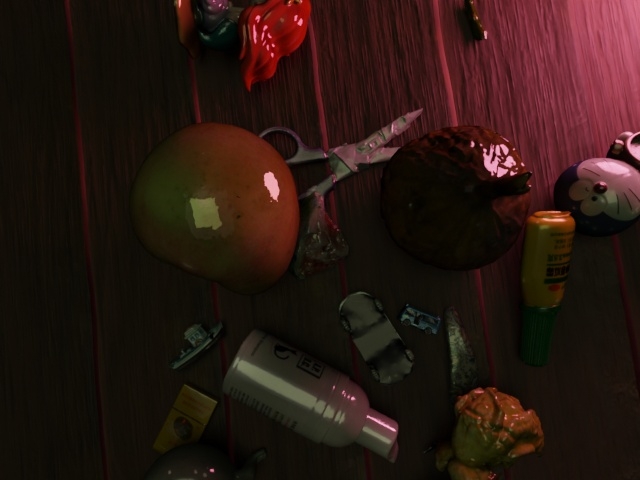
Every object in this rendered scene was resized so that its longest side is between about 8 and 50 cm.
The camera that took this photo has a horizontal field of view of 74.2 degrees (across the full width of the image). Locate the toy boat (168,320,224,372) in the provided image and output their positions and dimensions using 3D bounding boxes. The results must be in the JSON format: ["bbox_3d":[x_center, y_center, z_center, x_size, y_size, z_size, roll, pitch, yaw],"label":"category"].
[{"bbox_3d":[-0.269,0.218,0.905,0.140,0.059,0.066,-37,101,-1],"label":"toy boat"}]

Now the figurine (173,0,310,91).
[{"bbox_3d":[-0.157,-0.443,0.899,0.257,0.181,0.208,7,47,3],"label":"figurine"}]

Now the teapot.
[{"bbox_3d":[-0.256,0.497,0.842,0.294,0.129,0.193,-14,103,-1],"label":"teapot"}]

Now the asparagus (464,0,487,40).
[{"bbox_3d":[0.338,-0.484,0.926,0.025,0.021,0.108,-18,84,-1],"label":"asparagus"}]

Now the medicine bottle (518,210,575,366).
[{"bbox_3d":[0.428,0.096,0.820,0.111,0.076,0.309,-7,106,-25],"label":"medicine bottle"}]

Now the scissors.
[{"bbox_3d":[0.067,-0.173,0.922,0.383,0.029,0.256,-19,88,2],"label":"scissors"}]

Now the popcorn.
[{"bbox_3d":[0.315,0.379,0.805,0.173,0.168,0.195,29,93,39],"label":"popcorn"}]

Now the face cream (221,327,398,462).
[{"bbox_3d":[0.001,0.318,0.836,0.369,0.145,0.145,25,88,5],"label":"face cream"}]

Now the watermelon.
[{"bbox_3d":[0.000,0.000,0.886,0.139,0.071,0.187,15,101,-10],"label":"watermelon"}]

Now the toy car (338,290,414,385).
[{"bbox_3d":[0.114,0.200,0.878,0.095,0.056,0.205,-32,81,2],"label":"toy car"}]

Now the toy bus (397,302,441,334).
[{"bbox_3d":[0.205,0.165,0.882,0.083,0.038,0.046,21,83,4],"label":"toy bus"}]

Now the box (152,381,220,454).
[{"bbox_3d":[-0.290,0.396,0.914,0.087,0.023,0.155,27,89,3],"label":"box"}]

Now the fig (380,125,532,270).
[{"bbox_3d":[0.266,-0.091,0.740,0.286,0.368,0.286,1,84,-6],"label":"fig"}]

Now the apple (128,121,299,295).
[{"bbox_3d":[-0.185,-0.063,0.798,0.319,0.319,0.277,21,79,6],"label":"apple"}]

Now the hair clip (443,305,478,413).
[{"bbox_3d":[0.287,0.251,0.871,0.066,0.036,0.229,-7,85,-2],"label":"hair clip"}]

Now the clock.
[{"bbox_3d":[0.583,-0.099,0.816,0.243,0.146,0.200,-21,60,0],"label":"clock"}]
